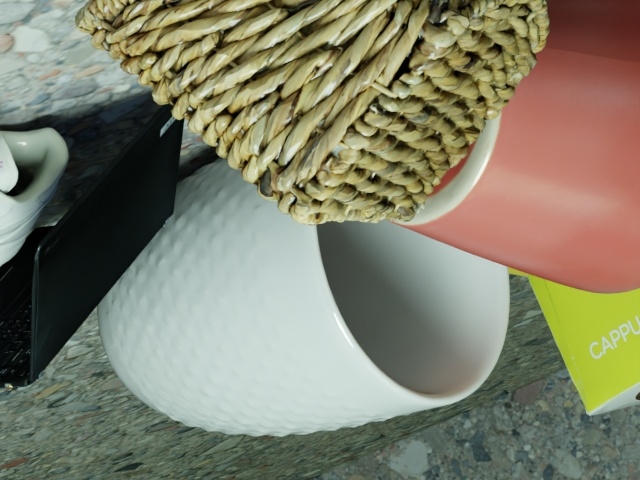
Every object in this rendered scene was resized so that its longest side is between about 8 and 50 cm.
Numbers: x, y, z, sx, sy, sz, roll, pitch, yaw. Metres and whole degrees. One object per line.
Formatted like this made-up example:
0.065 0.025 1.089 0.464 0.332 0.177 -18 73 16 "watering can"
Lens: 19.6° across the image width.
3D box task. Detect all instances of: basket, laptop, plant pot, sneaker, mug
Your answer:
0.010 -0.156 1.290 0.213 0.223 0.299 -52 166 12 "basket"
-0.236 0.001 1.549 0.264 0.136 0.234 -6 -147 37 "laptop"
0.170 -0.099 1.555 0.243 0.275 0.275 6 151 -38 "plant pot"
-0.324 -0.038 1.404 0.305 0.114 0.152 -15 159 -50 "sneaker"
-0.015 0.022 1.739 0.328 0.276 0.374 -18 -161 39 "mug"

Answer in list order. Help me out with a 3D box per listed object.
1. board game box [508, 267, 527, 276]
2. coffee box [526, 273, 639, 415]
0.317 0.000 2.096 0.242 0.064 0.316 -7 -168 -40 "board game box"
0.401 -0.066 1.757 0.334 0.338 0.337 -7 159 -40 "coffee box"
